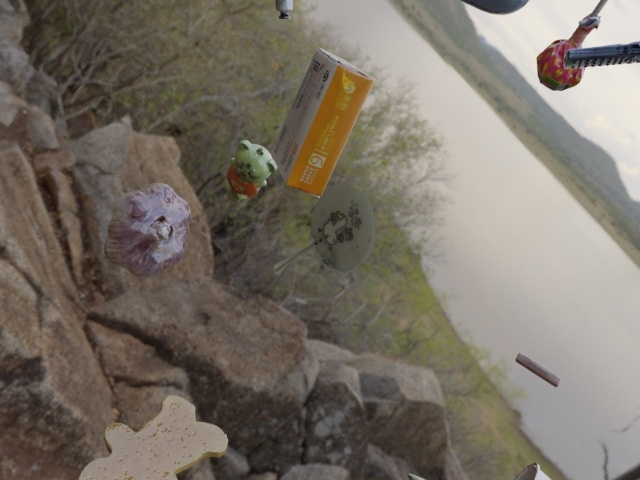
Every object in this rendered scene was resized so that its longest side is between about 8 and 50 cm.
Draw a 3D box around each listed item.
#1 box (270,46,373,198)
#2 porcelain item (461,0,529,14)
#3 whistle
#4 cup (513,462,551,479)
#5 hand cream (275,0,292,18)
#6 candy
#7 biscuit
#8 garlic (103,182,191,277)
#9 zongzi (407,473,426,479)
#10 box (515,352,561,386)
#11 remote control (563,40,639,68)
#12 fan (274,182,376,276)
[{"bbox_3d":[-0.004,-0.255,1.426,0.091,0.274,0.221,18,20,-20],"label":"box"},{"bbox_3d":[0.269,-0.454,1.134,0.259,0.141,0.141,-7,46,-24],"label":"porcelain item"},{"bbox_3d":[-0.223,-0.196,2.025,0.131,0.288,0.106,36,52,-5],"label":"whistle"},{"bbox_3d":[0.542,0.709,1.590,0.274,0.253,0.253,37,15,13],"label":"cup"},{"bbox_3d":[-0.094,-0.653,1.679,0.067,0.042,0.194,-134,-142,-62],"label":"hand cream"},{"bbox_3d":[0.635,-0.513,1.588,0.124,0.365,0.124,14,45,-14],"label":"candy"},{"bbox_3d":[-0.268,0.340,1.053,0.158,0.035,0.240,37,40,26],"label":"biscuit"},{"bbox_3d":[-0.278,-0.016,1.108,0.102,0.159,0.147,12,-35,42],"label":"garlic"},{"bbox_3d":[0.139,0.364,0.899,0.113,0.104,0.052,33,38,1],"label":"zongzi"},{"bbox_3d":[0.523,0.310,1.623,0.115,0.025,0.048,34,-4,22],"label":"box"},{"bbox_3d":[0.385,-0.234,0.842,0.043,0.152,0.027,-20,106,-77],"label":"remote control"},{"bbox_3d":[0.001,0.000,1.754,0.012,0.414,0.233,2,68,-42],"label":"fan"}]
